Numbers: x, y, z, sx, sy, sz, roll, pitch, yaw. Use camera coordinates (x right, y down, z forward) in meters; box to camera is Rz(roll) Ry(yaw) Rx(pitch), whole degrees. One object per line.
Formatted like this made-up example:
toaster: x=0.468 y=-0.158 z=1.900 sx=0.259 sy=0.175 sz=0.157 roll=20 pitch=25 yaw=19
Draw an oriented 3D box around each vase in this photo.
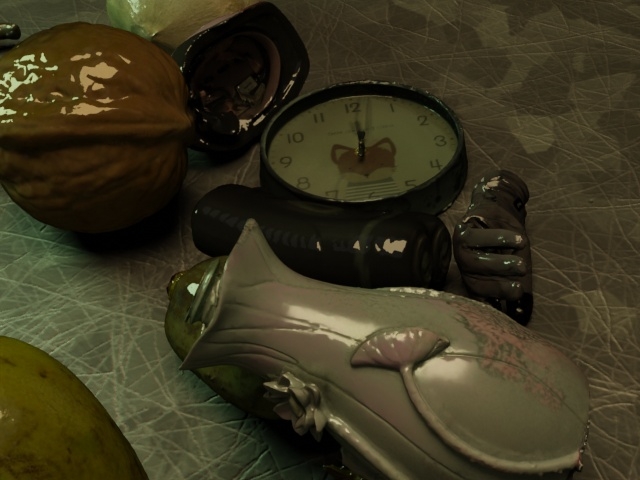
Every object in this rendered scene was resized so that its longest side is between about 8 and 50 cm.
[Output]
vase: x=0.067 y=0.144 z=1.394 sx=0.446 sy=0.250 sz=0.250 roll=25 pitch=44 yaw=-3

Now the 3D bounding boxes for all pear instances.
pear: x=-0.337 y=0.261 z=1.369 sx=0.375 sy=0.287 sz=0.287 roll=30 pitch=49 yaw=6

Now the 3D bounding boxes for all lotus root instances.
lotus root: x=-0.098 y=0.117 z=1.598 sx=0.309 sy=0.173 sz=0.173 roll=29 pitch=51 yaw=34

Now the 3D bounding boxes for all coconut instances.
coconut: x=-0.237 y=-0.388 z=2.116 sx=0.245 sy=0.245 sz=0.247 roll=16 pitch=43 yaw=22

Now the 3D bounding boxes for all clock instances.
clock: x=0.064 y=-0.133 z=1.927 sx=0.325 sy=0.067 sz=0.325 roll=-3 pitch=42 yaw=3

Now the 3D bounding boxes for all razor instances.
razor: x=0.001 y=0.002 z=1.711 sx=0.349 sy=0.113 sz=0.204 roll=10 pitch=15 yaw=22

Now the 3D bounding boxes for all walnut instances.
walnut: x=-0.333 y=-0.163 z=1.820 sx=0.333 sy=0.332 sz=0.332 roll=-3 pitch=41 yaw=2

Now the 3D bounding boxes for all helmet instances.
helmet: x=-0.158 y=-0.255 z=1.998 sx=0.154 sy=0.198 sz=0.253 roll=5 pitch=51 yaw=49

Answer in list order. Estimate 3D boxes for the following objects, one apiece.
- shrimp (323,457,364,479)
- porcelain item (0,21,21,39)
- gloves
shrimp: x=0.058 y=0.315 z=1.445 sx=0.162 sy=0.045 sz=0.095 roll=27 pitch=71 yaw=25
porcelain item: x=-0.650 y=-0.372 z=2.254 sx=0.216 sy=0.081 sz=0.069 roll=-7 pitch=42 yaw=-2
gloves: x=0.245 y=0.014 z=1.710 sx=0.119 sy=0.142 sz=0.285 roll=-34 pitch=22 yaw=23
